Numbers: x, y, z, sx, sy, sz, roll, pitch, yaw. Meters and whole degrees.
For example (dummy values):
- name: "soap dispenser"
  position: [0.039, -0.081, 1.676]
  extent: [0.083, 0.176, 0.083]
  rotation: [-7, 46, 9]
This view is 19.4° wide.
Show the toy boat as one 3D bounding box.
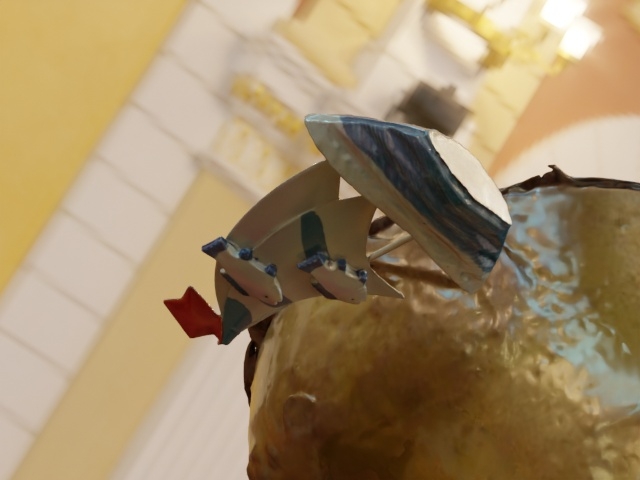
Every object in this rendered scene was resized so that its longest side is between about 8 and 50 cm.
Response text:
- name: "toy boat"
  position: [0.001, -0.008, 0.756]
  extent: [0.149, 0.034, 0.105]
  rotation: [-8, -49, 15]

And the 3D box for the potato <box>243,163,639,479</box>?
- name: "potato"
  position: [0.145, 0.157, 1.021]
  extent: [0.397, 0.296, 0.290]
  rotation: [9, -52, -2]
